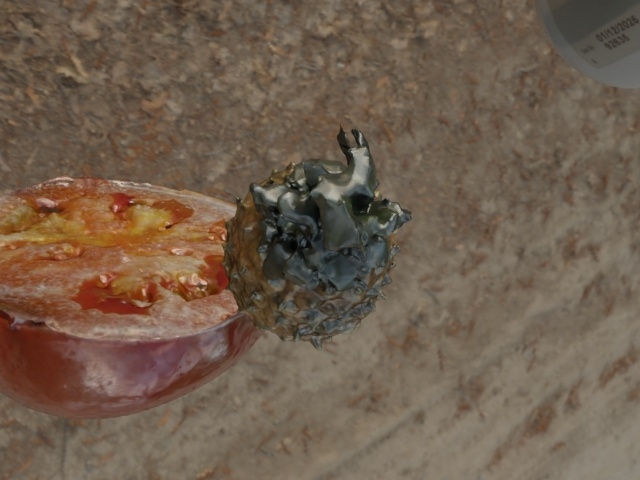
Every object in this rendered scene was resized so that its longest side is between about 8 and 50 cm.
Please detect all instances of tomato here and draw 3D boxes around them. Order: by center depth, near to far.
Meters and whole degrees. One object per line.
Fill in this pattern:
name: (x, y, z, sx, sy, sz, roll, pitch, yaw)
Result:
tomato: (-0.189, 0.063, 0.919, 0.338, 0.338, 0.143, -17, 123, -38)

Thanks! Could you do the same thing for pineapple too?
pineapple: (0.000, 0.000, 0.525, 0.108, 0.197, 0.108, 2, 80, -9)

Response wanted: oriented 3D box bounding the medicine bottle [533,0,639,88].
medicine bottle: (0.223, -0.172, 0.557, 0.135, 0.215, 0.135, 1, 85, -14)
